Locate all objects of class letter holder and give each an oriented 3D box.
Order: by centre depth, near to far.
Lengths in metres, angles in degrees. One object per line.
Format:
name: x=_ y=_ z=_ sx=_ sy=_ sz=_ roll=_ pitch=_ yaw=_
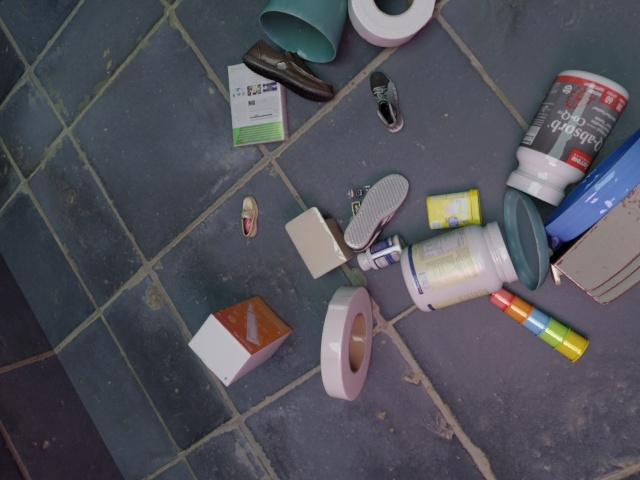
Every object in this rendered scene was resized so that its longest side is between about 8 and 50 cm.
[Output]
letter holder: x=0.818 y=0.022 z=1.261 sx=0.214 sy=0.152 sz=0.302 roll=44 pitch=107 yaw=14

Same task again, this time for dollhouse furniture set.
dollhouse furniture set: x=0.142 y=-0.138 z=1.716 sx=0.090 sy=0.081 sz=0.115 roll=-9 pitch=91 yaw=22

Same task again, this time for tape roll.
tape roll: x=0.236 y=-0.805 z=1.553 sx=0.285 sy=0.100 sz=0.287 roll=0 pitch=96 yaw=-3
tape roll: x=0.100 y=0.349 z=1.612 sx=0.071 sy=0.392 sz=0.393 roll=2 pitch=96 yaw=22

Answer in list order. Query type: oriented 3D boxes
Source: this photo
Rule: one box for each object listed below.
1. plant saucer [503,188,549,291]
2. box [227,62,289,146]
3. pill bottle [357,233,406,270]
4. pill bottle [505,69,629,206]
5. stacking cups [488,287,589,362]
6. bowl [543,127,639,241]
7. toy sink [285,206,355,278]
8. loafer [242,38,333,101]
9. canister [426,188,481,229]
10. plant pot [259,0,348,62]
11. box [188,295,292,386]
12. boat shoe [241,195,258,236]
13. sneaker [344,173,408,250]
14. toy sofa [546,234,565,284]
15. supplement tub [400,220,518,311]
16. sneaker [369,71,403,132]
plant saucer: x=0.627 y=-0.006 z=1.415 sx=0.043 sy=0.317 sz=0.318 roll=-11 pitch=91 yaw=9
box: x=-0.248 y=-0.546 z=1.852 sx=0.232 sy=0.058 sz=0.323 roll=-2 pitch=93 yaw=22
pill bottle: x=0.224 y=0.050 z=1.693 sx=0.169 sy=0.094 sz=0.094 roll=-23 pitch=86 yaw=22
pill bottle: x=0.727 y=-0.299 z=1.398 sx=0.210 sy=0.210 sz=0.363 roll=28 pitch=105 yaw=17
stacking cups: x=0.700 y=0.269 z=1.524 sx=0.316 sy=0.096 sz=0.096 roll=33 pitch=106 yaw=18
bowl: x=0.785 y=-0.151 z=1.290 sx=0.077 sy=0.391 sz=0.391 roll=44 pitch=108 yaw=13
toy sink: x=0.000 y=0.000 z=1.760 sx=0.152 sy=0.131 sz=0.234 roll=-32 pitch=88 yaw=21
loafer: x=-0.105 y=-0.634 z=1.714 sx=0.365 sy=0.134 sz=0.130 roll=26 pitch=91 yaw=-3
canister: x=0.458 y=-0.105 z=1.598 sx=0.169 sy=0.073 sz=0.126 roll=-6 pitch=92 yaw=24
plant pot: x=-0.035 y=-0.812 z=1.628 sx=0.292 sy=0.293 sz=0.235 roll=22 pitch=87 yaw=19
box: x=-0.296 y=0.373 z=1.796 sx=0.215 sy=0.345 sz=0.168 roll=42 pitch=108 yaw=13
boat shoe: x=-0.294 y=-0.097 z=1.907 sx=0.062 sy=0.059 sz=0.170 roll=-3 pitch=94 yaw=22
sneaker: x=0.195 y=-0.097 z=1.683 sx=0.126 sy=0.127 sz=0.321 roll=38 pitch=81 yaw=14
toy sofa: x=0.863 y=0.004 z=1.403 sx=0.362 sy=0.150 sz=0.177 roll=-15 pitch=90 yaw=22
supplement tub: x=0.452 y=0.083 z=1.528 sx=0.324 sy=0.235 sz=0.236 roll=-21 pitch=87 yaw=22
sneaker: x=0.224 y=-0.496 z=1.624 sx=0.086 sy=0.132 sz=0.229 roll=-23 pitch=86 yaw=22
